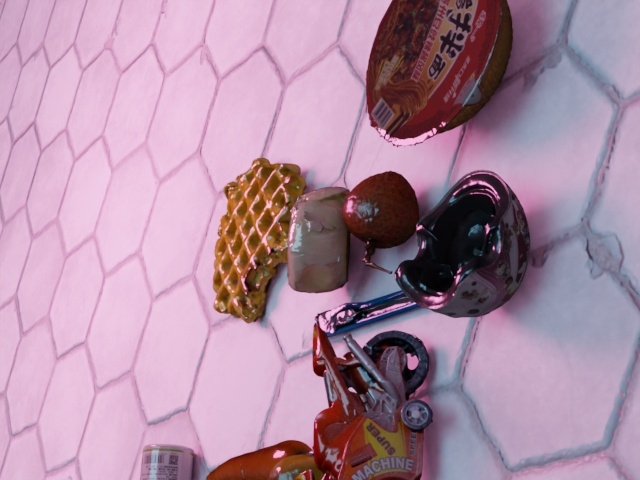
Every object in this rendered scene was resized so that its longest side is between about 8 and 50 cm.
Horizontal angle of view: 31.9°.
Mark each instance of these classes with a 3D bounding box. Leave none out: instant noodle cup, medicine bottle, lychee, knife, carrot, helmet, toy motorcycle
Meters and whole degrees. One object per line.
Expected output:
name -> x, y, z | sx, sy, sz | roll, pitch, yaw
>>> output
instant noodle cup -> 0.172, -0.240, 1.456 | 0.274, 0.091, 0.274 | -30, 52, 48
medicine bottle -> -0.254, 0.426, 1.808 | 0.086, 0.086, 0.183 | -23, 58, 51
lychee -> 0.076, -0.029, 1.485 | 0.140, 0.101, 0.114 | -47, 11, -26
knife -> 0.075, 0.091, 1.519 | 0.296, 0.026, 0.044 | -24, 45, 51
carrot -> -0.090, 0.334, 1.637 | 0.336, 0.069, 0.069 | -25, 56, 57
helmet -> 0.185, 0.018, 1.316 | 0.153, 0.107, 0.177 | 0, 57, 59
toy motorcycle -> 0.053, 0.245, 1.368 | 0.089, 0.171, 0.298 | 73, -162, -63

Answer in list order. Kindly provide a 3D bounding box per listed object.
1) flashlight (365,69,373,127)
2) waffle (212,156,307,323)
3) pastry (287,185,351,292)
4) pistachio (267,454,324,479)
flashlight -> 0.081, -0.217, 1.637 | 0.052, 0.031, 0.110 | -24, 57, 49
waffle -> -0.103, -0.004, 1.803 | 0.291, 0.051, 0.291 | -33, 50, 49
pastry -> 0.000, 0.000, 1.572 | 0.166, 0.088, 0.165 | 5, -90, -89
pistachio -> 0.015, 0.352, 1.433 | 0.189, 0.100, 0.110 | 36, 136, 32
